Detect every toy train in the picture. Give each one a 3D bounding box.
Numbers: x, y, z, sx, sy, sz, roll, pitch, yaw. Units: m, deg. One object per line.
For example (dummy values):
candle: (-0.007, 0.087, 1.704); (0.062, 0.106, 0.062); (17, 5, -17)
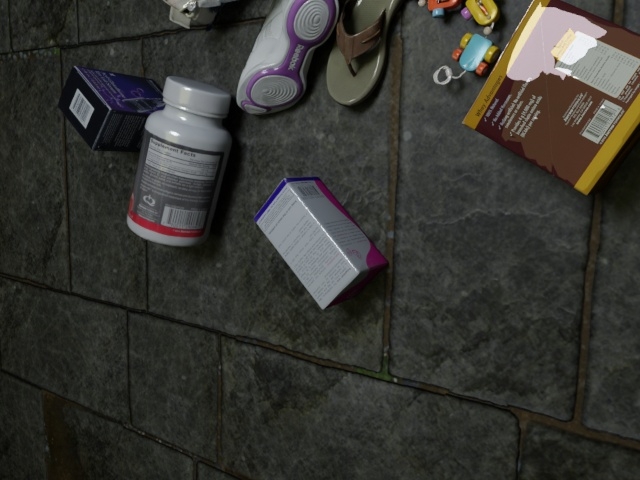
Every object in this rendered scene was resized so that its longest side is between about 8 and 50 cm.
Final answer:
toy train: (0.221, -0.328, 0.874); (0.125, 0.046, 0.166); (-4, 91, 36)

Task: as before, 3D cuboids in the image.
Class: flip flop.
flip flop: (0.073, -0.366, 0.945); (0.112, 0.080, 0.277); (34, 114, 26)

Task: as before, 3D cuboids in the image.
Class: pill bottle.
pill bottle: (-0.283, -0.162, 1.155); (0.176, 0.176, 0.318); (28, 111, 28)

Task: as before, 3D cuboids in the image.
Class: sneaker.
sneaker: (-0.061, -0.362, 1.040); (0.305, 0.114, 0.152); (-47, 36, 40)

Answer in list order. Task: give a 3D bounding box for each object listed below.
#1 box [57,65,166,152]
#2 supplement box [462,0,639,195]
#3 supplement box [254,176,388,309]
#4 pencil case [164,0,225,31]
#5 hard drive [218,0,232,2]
box: (-0.426, -0.278, 1.218); (0.153, 0.207, 0.108); (47, 118, 19)
supplement box: (0.339, -0.193, 0.759); (0.194, 0.129, 0.191); (38, 116, 24)
supplement box: (0.000, 0.000, 1.025); (0.220, 0.111, 0.114); (51, 120, 18)
pencil case: (-0.138, -0.567, 1.011); (0.410, 0.160, 0.183); (-32, 63, 33)
hard drive: (-0.006, -0.515, 0.859); (0.353, 0.233, 0.047); (-32, 97, 41)
